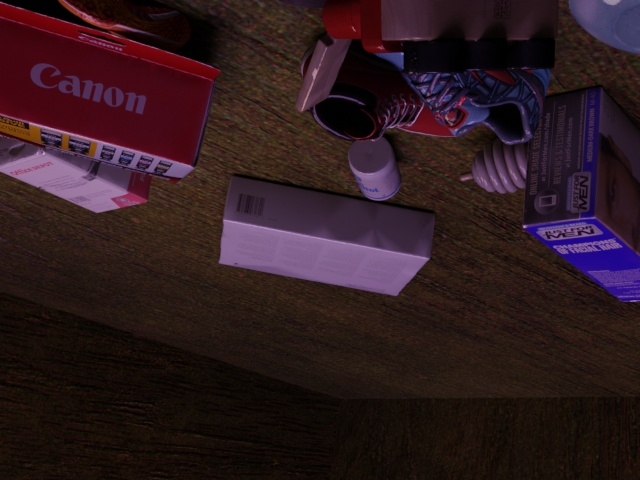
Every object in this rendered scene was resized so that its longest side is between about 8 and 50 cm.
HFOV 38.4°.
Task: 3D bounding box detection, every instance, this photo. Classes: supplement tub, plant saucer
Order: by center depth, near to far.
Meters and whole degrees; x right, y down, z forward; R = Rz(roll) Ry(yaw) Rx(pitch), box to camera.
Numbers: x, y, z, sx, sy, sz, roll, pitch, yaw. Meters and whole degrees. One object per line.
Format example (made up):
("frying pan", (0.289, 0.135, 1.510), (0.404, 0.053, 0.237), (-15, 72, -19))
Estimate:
("plant saucer", (0.362, -0.240, 0.972), (0.194, 0.038, 0.195), (8, 162, 3))
("supplement tub", (0.085, -0.112, 1.425), (0.070, 0.071, 0.107), (4, 161, 15))

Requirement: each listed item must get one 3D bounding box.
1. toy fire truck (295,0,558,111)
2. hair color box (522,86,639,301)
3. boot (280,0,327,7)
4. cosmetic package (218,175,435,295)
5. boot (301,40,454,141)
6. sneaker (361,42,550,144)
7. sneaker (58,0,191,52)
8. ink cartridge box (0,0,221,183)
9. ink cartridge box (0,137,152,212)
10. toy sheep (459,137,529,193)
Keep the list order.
("toy fire truck", (0.092, -0.212, 0.943), (0.217, 0.159, 0.246), (-12, -164, -41))
("hair color box", (0.408, -0.050, 1.279), (0.110, 0.185, 0.338), (-8, 156, 40))
("boot", (-0.059, -0.294, 0.908), (0.262, 0.091, 0.229), (8, 171, 8))
("cosmetic package", (0.000, 0.000, 1.753), (0.377, 0.098, 0.284), (11, 160, -5))
("boot", (0.097, -0.154, 1.123), (0.244, 0.176, 0.088), (14, 120, -16))
("sneaker", (0.163, -0.189, 1.073), (0.261, 0.125, 0.104), (17, 159, -22))
("sneaker", (-0.246, -0.269, 1.123), (0.175, 0.064, 0.067), (21, 154, -32))
("ink cartridge box", (-0.308, -0.186, 1.211), (0.309, 0.130, 0.272), (14, 174, -14))
("ink cartridge box", (-0.416, -0.133, 1.560), (0.158, 0.092, 0.217), (-8, 157, 41))
("toy sheep", (0.266, -0.108, 1.333), (0.132, 0.091, 0.091), (-21, 150, 23))
